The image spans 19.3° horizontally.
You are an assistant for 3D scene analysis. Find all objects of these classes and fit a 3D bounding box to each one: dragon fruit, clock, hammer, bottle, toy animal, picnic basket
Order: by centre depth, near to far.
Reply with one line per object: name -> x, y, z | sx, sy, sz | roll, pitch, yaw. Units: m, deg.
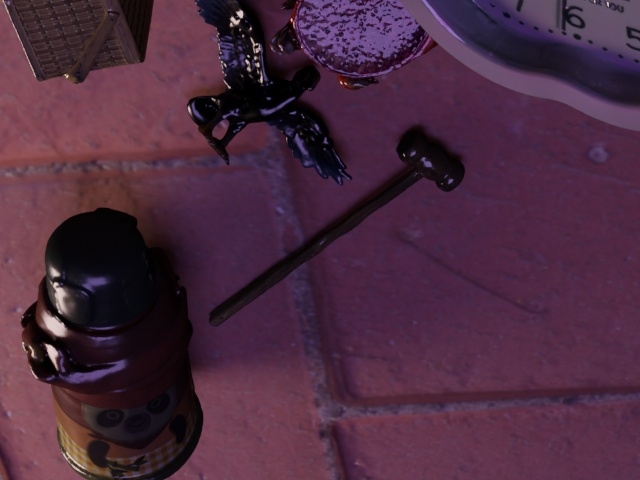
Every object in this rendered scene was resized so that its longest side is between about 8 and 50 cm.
clock -> 0.161, -0.223, 1.213 | 0.338, 0.102, 0.338 | 29, 155, 15
picnic basket -> -0.179, -0.205, 1.339 | 0.079, 0.115, 0.164 | -8, 133, 11
dragon fruit -> 0.036, -0.176, 1.398 | 0.112, 0.068, 0.126 | 33, 117, -18
toy animal -> -0.050, -0.110, 1.478 | 0.108, 0.062, 0.220 | -33, 126, 7
hammer -> 0.000, 0.000, 1.601 | 0.058, 0.029, 0.292 | 35, 128, -27
bottle -> -0.184, 0.089, 1.603 | 0.143, 0.156, 0.271 | 18, 142, 19
